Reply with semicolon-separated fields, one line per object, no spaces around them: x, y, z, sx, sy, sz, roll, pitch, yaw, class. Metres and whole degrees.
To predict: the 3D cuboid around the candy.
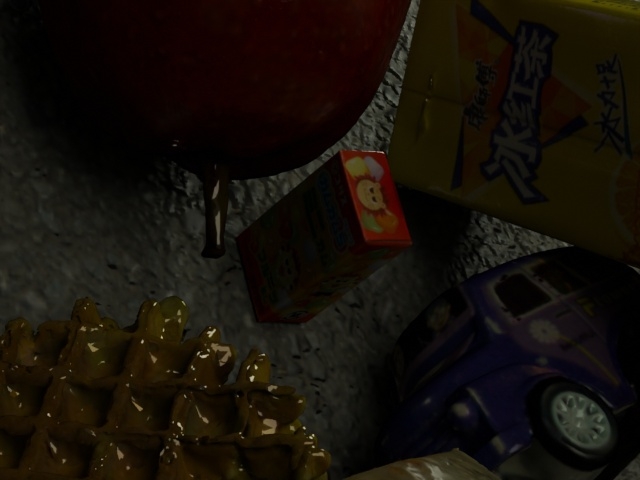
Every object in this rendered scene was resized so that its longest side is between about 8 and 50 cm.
0.000;0.000;1.050;0.038;0.122;0.062;0;65;-36;candy

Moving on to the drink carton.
0.197;-0.069;1.083;0.111;0.351;0.154;5;101;-37;drink carton

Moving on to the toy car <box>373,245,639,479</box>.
0.121;0.102;1.077;0.235;0.172;0.158;-17;61;-43;toy car

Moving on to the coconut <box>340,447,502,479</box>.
0.036;0.231;0.887;0.237;0.197;0.236;26;51;-38;coconut

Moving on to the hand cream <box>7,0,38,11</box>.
-0.165;-0.173;1.084;0.035;0.022;0.102;39;41;-9;hand cream

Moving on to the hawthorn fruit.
-0.054;-0.123;1.015;0.230;0.210;0.266;40;43;-62;hawthorn fruit

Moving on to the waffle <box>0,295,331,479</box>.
-0.115;0.122;0.846;0.232;0.051;0.228;-25;49;-21;waffle
